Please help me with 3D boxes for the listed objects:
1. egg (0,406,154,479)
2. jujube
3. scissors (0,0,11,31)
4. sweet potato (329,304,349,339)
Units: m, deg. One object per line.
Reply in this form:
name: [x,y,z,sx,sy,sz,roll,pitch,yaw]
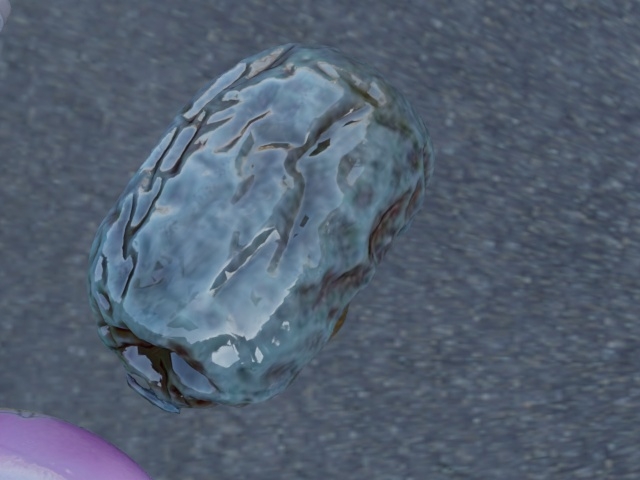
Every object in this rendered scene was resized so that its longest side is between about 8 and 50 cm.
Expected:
egg: [-0.192,0.190,0.937,0.271,0.196,0.196,0,86,36]
jujube: [-0.050,-0.014,1.338,0.226,0.226,0.317,25,68,27]
scissors: [-0.330,-0.173,1.460,0.118,0.242,0.030,22,66,-2]
sweet potato: [0.003,0.002,1.535,0.068,0.068,0.226,5,97,28]
